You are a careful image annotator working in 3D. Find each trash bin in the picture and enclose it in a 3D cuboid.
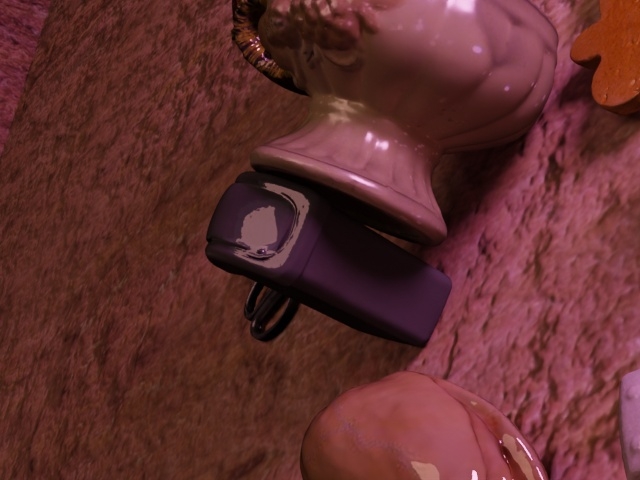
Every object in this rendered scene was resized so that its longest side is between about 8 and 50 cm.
[{"bbox_3d":[-0.002,0.019,1.269,0.176,0.236,0.101,6,70,61],"label":"trash bin"}]

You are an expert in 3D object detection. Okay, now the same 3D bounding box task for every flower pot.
[{"bbox_3d":[0.067,-0.145,1.236,0.307,0.307,0.244,12,79,62],"label":"flower pot"}]

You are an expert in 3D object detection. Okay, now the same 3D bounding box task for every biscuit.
[{"bbox_3d":[0.310,-0.219,1.180,0.158,0.035,0.240,-26,42,52],"label":"biscuit"}]

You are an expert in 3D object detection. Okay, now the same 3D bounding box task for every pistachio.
[{"bbox_3d":[0.080,0.205,1.040,0.293,0.162,0.182,9,90,58],"label":"pistachio"}]

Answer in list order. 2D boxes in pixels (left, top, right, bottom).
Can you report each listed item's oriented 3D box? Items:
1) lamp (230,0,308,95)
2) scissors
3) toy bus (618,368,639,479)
[{"bbox_3d":[-0.010,-0.298,1.591,0.247,0.247,0.247,-41,33,34],"label":"lamp"},{"bbox_3d":[0.000,0.000,1.522,0.300,0.022,0.109,-50,33,18],"label":"scissors"},{"bbox_3d":[0.336,0.088,0.733,0.342,0.138,0.097,-31,42,41],"label":"toy bus"}]
